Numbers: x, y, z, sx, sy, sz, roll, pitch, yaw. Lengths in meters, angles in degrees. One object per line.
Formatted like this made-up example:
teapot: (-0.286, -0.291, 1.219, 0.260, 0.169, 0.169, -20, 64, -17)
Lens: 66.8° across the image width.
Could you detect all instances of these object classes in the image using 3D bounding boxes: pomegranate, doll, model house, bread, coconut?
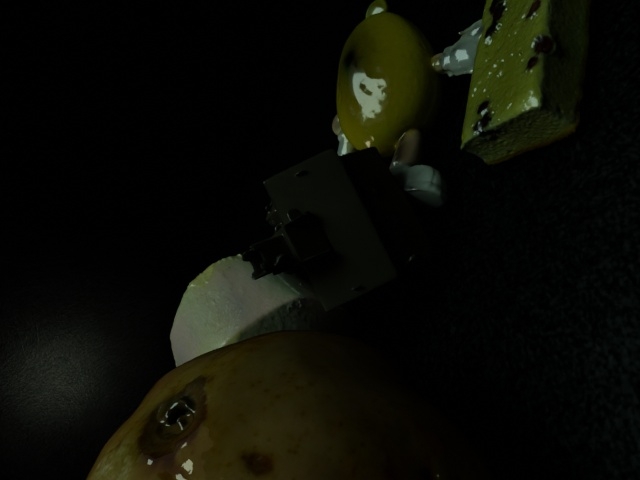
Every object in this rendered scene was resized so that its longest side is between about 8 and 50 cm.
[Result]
pomegranate: (-0.019, 0.289, 0.467, 0.411, 0.412, 0.411, -55, 25, 41)
doll: (0.133, -0.224, 0.848, 0.348, 0.161, 0.422, 25, 97, 50)
model house: (-0.011, 0.001, 0.732, 0.204, 0.244, 0.211, -36, 79, 54)
bread: (0.267, -0.284, 0.619, 0.138, 0.077, 0.360, -23, 51, 65)
coconut: (-0.086, 0.193, 0.795, 0.310, 0.298, 0.297, 36, 108, 51)

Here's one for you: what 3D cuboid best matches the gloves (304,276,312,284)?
gloves: (0.012, 0.005, 1.031, 0.135, 0.107, 0.268, -44, 15, 40)
